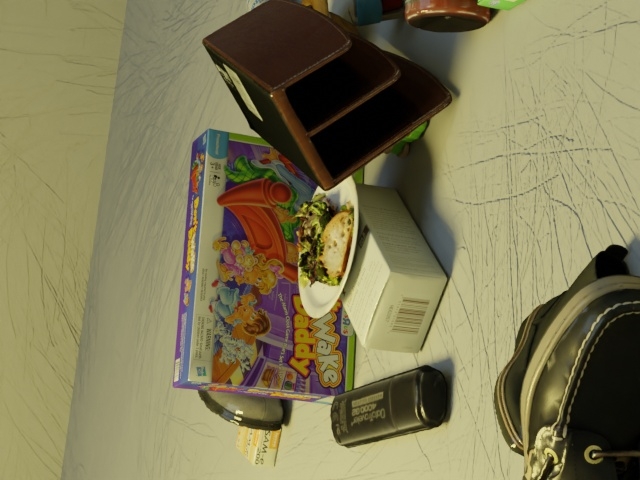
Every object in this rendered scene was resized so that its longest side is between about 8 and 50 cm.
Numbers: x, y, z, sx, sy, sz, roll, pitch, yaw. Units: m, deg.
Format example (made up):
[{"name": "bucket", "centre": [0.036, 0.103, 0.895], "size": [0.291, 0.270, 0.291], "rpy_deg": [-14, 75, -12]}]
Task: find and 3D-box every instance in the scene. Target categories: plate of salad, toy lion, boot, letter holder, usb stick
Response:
[{"name": "plate of salad", "centre": [0.000, 0.000, 1.916], "size": [0.200, 0.048, 0.200], "rpy_deg": [-171, 90, -70]}, {"name": "toy lion", "centre": [0.110, -0.164, 1.952], "size": [0.096, 0.034, 0.100], "rpy_deg": [-56, 31, 35]}, {"name": "boot", "centre": [0.232, 0.101, 1.407], "size": [0.137, 0.077, 0.198], "rpy_deg": [-54, 15, 42]}, {"name": "boot", "centre": [-0.113, 0.129, 2.309], "size": [0.223, 0.118, 0.338], "rpy_deg": [-68, 28, 19]}, {"name": "boot", "centre": [0.259, 0.249, 1.241], "size": [0.284, 0.138, 0.377], "rpy_deg": [-118, 38, -59]}, {"name": "letter holder", "centre": [0.010, -0.221, 1.922], "size": [0.152, 0.214, 0.302], "rpy_deg": [60, 172, -27]}, {"name": "usb stick", "centre": [0.081, 0.210, 1.856], "size": [0.278, 0.045, 0.077], "rpy_deg": [150, 119, -64]}]

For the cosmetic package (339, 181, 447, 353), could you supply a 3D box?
[{"name": "cosmetic package", "centre": [0.074, 0.030, 1.889], "size": [0.231, 0.085, 0.117], "rpy_deg": [-118, 42, -56]}]

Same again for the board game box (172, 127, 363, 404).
[{"name": "board game box", "centre": [-0.068, 0.039, 2.047], "size": [0.078, 0.233, 0.347], "rpy_deg": [151, 125, -65]}]

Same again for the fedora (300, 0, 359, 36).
[{"name": "fedora", "centre": [0.007, -0.282, 2.196], "size": [0.194, 0.079, 0.194], "rpy_deg": [-173, 90, -75]}]

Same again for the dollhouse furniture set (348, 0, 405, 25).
[{"name": "dollhouse furniture set", "centre": [0.106, -0.352, 1.946], "size": [0.129, 0.129, 0.184], "rpy_deg": [-107, 8, -48]}]

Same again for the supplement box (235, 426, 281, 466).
[{"name": "supplement box", "centre": [-0.096, 0.303, 2.291], "size": [0.098, 0.036, 0.062], "rpy_deg": [-154, 74, -68]}]

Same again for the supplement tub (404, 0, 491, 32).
[{"name": "supplement tub", "centre": [0.155, -0.355, 1.786], "size": [0.106, 0.106, 0.198], "rpy_deg": [170, 104, -68]}]

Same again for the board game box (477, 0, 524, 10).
[{"name": "board game box", "centre": [0.266, -0.395, 1.609], "size": [0.317, 0.046, 0.213], "rpy_deg": [160, 116, -67]}]

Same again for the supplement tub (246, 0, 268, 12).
[{"name": "supplement tub", "centre": [-0.079, -0.373, 2.469], "size": [0.107, 0.071, 0.071], "rpy_deg": [-116, 40, -57]}]
